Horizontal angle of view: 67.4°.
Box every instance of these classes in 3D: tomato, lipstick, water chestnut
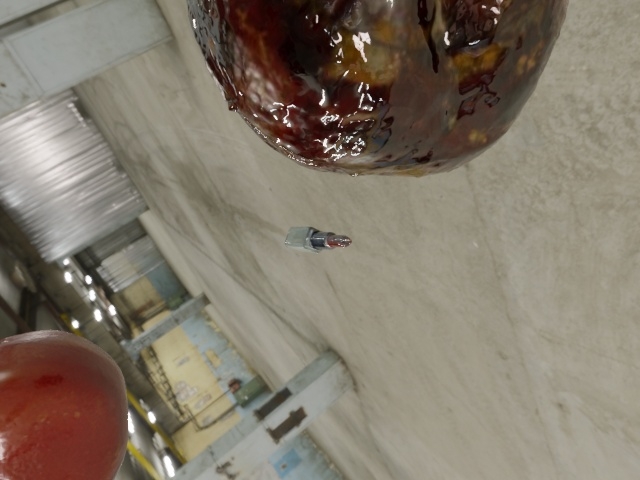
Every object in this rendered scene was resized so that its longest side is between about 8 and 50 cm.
[{"bbox_3d":[-0.484,0.322,0.819,0.293,0.289,0.325,-7,84,60],"label":"tomato"},{"bbox_3d":[0.000,0.000,0.514,0.025,0.025,0.107,22,170,-32],"label":"lipstick"},{"bbox_3d":[0.036,-0.204,0.467,0.335,0.335,0.347,54,152,3],"label":"water chestnut"}]
